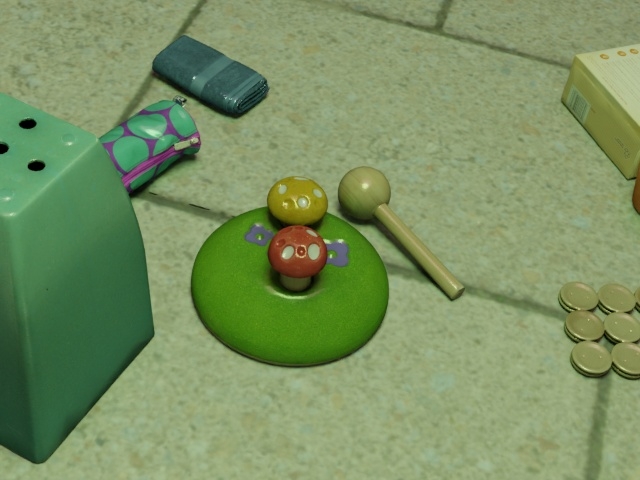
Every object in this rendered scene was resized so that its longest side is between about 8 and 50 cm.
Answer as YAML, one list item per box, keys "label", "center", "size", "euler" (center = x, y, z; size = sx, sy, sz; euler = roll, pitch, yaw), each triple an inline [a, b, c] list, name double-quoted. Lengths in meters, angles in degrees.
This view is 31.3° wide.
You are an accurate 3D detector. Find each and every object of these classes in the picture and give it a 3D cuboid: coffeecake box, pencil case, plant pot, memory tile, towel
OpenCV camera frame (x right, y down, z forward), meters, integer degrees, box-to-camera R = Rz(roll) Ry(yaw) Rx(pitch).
- label: "coffeecake box"
  center: [0.389, -0.154, 1.272]
  size: [0.185, 0.068, 0.142]
  euler: [-13, 49, -20]
- label: "pencil case"
  center: [-0.184, -0.080, 1.113]
  size: [0.070, 0.064, 0.152]
  euler: [19, 44, 33]
- label: "plant pot"
  center: [-0.240, 0.016, 0.890]
  size: [0.166, 0.234, 0.165]
  euler: [25, 47, 14]
- label: "memory tile"
  center: [0.298, 0.084, 1.063]
  size: [0.148, 0.012, 0.113]
  euler: [3, 45, -5]
- label: "towel"
  center: [-0.120, -0.178, 1.244]
  size: [0.119, 0.029, 0.067]
  euler: [31, 49, 19]

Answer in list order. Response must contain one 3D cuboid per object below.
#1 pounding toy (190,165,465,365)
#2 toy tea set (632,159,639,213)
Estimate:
- label: "pounding toy"
  center: [0.000, 0.000, 1.031]
  size: [0.237, 0.110, 0.183]
  euler: [-22, 53, -26]
- label: "toy tea set"
  center: [0.489, -0.067, 1.162]
  size: [0.336, 0.124, 0.200]
  euler: [-11, 48, -19]
